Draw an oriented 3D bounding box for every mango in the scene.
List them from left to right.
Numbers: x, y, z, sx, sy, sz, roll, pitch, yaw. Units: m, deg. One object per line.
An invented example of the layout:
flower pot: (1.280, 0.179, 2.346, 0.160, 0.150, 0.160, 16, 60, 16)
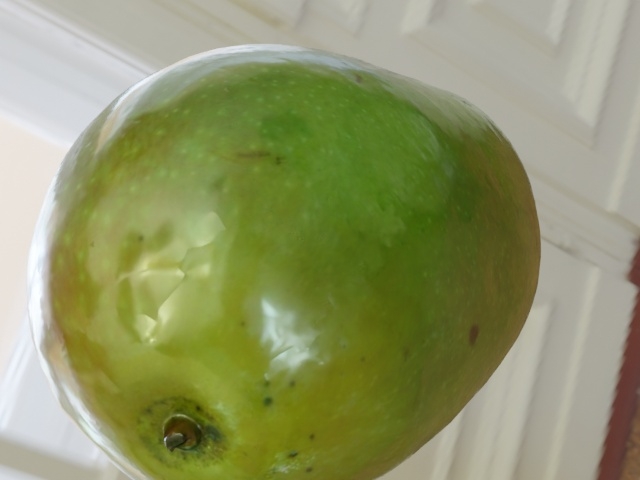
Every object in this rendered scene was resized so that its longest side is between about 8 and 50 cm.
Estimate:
mango: (0.000, 0.000, 0.709, 0.201, 0.225, 0.382, -56, -13, 31)
